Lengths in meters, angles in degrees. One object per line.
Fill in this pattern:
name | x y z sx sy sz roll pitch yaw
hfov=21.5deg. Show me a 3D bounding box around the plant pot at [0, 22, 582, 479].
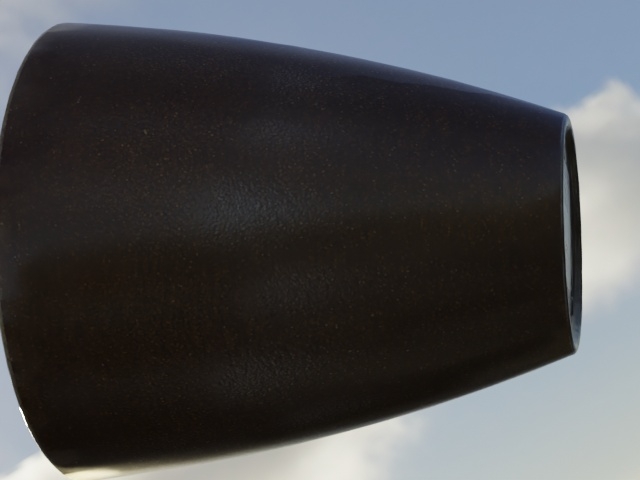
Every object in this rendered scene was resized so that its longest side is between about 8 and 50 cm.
plant pot | 0.000 0.000 0.768 0.230 0.215 0.215 -3 -7 13
